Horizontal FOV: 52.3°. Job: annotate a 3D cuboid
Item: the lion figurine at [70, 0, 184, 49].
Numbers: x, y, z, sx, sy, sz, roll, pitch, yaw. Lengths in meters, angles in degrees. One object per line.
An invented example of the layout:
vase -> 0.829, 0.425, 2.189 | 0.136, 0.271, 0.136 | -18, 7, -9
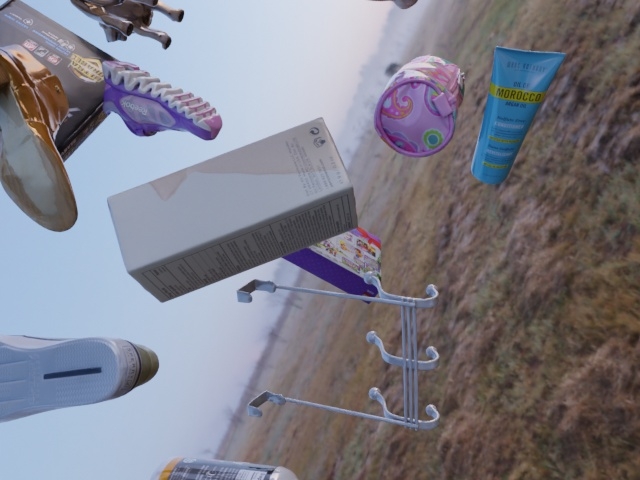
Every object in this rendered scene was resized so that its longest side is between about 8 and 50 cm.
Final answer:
lion figurine -> -0.463, -0.531, 1.460 | 0.392, 0.240, 0.142 | -29, -37, -86

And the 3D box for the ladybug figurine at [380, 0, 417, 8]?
ladybug figurine -> 0.030, -0.525, 0.892 | 0.305, 0.449, 0.162 | -15, 28, 38

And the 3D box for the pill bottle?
pill bottle -> -0.120, 0.426, 1.000 | 0.162, 0.278, 0.162 | 1, -90, -76

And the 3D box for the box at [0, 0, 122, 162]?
box -> -0.571, -0.306, 1.281 | 0.293, 0.295, 0.073 | -60, 4, -35

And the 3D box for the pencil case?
pencil case -> 0.163, -0.218, 1.017 | 0.284, 0.124, 0.124 | -55, -13, -63

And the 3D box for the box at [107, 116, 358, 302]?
box -> -0.114, -0.037, 0.905 | 0.148, 0.311, 0.121 | 79, 170, -68

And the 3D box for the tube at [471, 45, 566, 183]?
tube -> 0.242, -0.161, 0.840 | 0.207, 0.080, 0.052 | 92, -178, -52

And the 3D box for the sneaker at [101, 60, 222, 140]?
sneaker -> -0.280, -0.219, 1.122 | 0.104, 0.236, 0.095 | -66, -12, 19

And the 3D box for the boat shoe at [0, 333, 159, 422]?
boat shoe -> -0.341, 0.168, 0.793 | 0.094, 0.302, 0.109 | 34, -126, -68

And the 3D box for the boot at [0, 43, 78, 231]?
boot -> -0.446, -0.175, 1.045 | 0.104, 0.295, 0.211 | -23, 18, 13

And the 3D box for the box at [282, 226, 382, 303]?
box -> 0.000, 0.000, 1.433 | 0.057, 0.293, 0.201 | -54, 14, 29

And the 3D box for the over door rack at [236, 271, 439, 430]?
over door rack -> 0.035, 0.177, 1.079 | 0.108, 0.324, 0.239 | -50, -42, -67
